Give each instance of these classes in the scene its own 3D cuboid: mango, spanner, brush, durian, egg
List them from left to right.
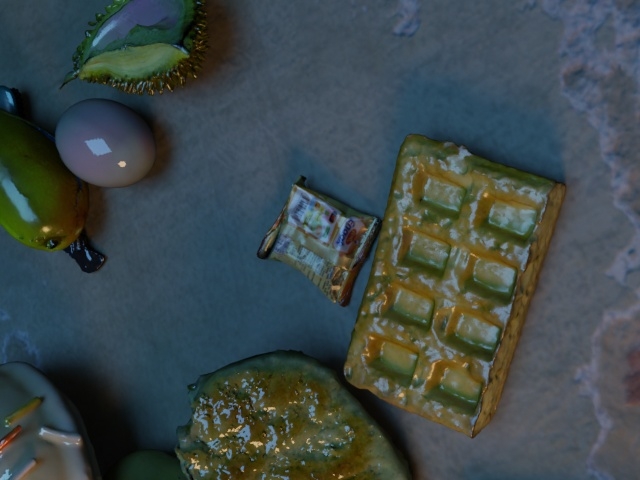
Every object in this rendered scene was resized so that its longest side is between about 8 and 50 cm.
[{"bbox_3d":[-0.403,-0.110,1.426,0.043,0.032,0.193,1,104,28],"label":"brush"},{"bbox_3d":[-0.373,-0.088,1.347,0.233,0.125,0.111,52,122,20],"label":"mango"},{"bbox_3d":[-0.361,-0.007,1.399,0.209,0.012,0.046,21,106,25],"label":"spanner"},{"bbox_3d":[-0.257,-0.116,1.285,0.135,0.103,0.103,26,105,28],"label":"egg"},{"bbox_3d":[-0.199,-0.226,1.255,0.221,0.095,0.137,-1,56,34],"label":"durian"}]

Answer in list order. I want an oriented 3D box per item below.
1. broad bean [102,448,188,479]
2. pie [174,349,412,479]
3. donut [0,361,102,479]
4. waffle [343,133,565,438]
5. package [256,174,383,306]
[{"bbox_3d":[-0.169,0.342,1.252,0.263,0.121,0.189,7,101,47],"label":"broad bean"},{"bbox_3d":[-0.047,0.300,1.099,0.297,0.078,0.371,19,81,1],"label":"pie"},{"bbox_3d":[-0.397,0.339,1.319,0.383,0.142,0.382,6,98,48],"label":"donut"},{"bbox_3d":[0.129,0.042,1.073,0.168,0.057,0.274,21,102,31],"label":"waffle"},{"bbox_3d":[-0.002,-0.001,1.171,0.121,0.031,0.108,31,108,22],"label":"package"}]
